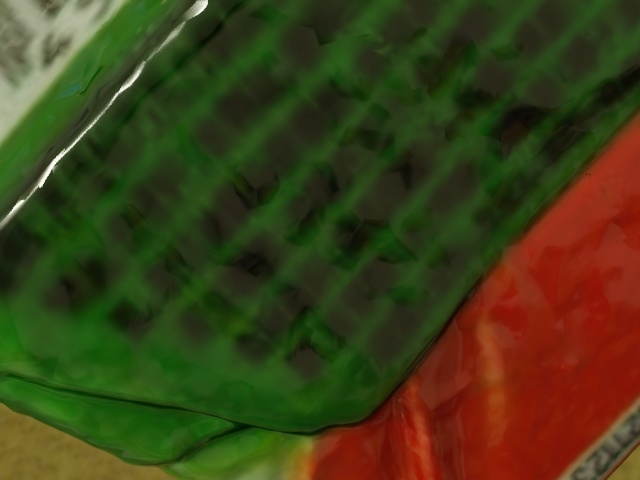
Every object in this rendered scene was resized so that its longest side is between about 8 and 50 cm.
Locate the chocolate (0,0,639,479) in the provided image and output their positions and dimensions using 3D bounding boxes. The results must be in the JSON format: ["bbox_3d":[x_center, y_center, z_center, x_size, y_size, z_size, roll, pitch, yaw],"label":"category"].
[{"bbox_3d":[0.049,-0.054,0.671,0.360,0.161,0.341,-47,134,2],"label":"chocolate"}]
